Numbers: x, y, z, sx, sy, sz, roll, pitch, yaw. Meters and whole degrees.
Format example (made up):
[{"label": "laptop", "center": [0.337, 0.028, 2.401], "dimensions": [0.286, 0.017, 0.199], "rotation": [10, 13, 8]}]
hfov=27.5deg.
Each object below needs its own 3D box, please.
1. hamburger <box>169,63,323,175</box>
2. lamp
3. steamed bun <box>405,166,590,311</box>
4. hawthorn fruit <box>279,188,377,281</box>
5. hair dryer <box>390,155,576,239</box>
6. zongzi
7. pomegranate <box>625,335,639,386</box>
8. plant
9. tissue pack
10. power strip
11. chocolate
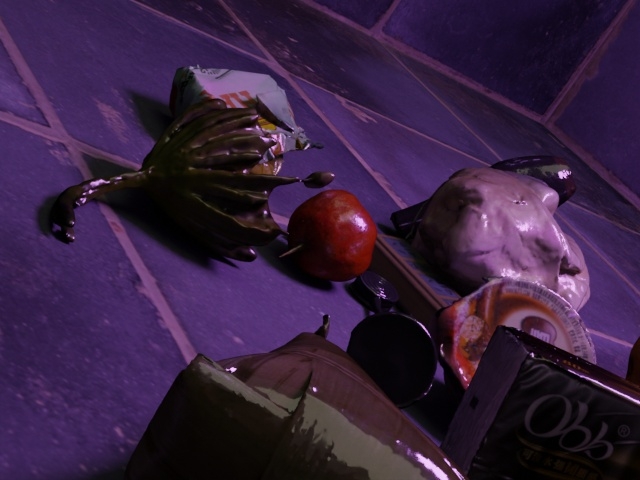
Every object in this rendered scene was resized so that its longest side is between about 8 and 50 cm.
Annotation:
[{"label": "hamburger", "center": [-0.111, -0.166, 1.965], "dimensions": [0.235, 0.125, 0.214], "rotation": [18, 29, -34]}, {"label": "lamp", "center": [0.098, 0.094, 1.658], "dimensions": [0.130, 0.108, 0.371], "rotation": [31, 17, 0]}, {"label": "steamed bun", "center": [0.293, 0.002, 2.001], "dimensions": [0.280, 0.207, 0.268], "rotation": [33, -5, -4]}, {"label": "hawthorn fruit", "center": [0.014, -0.006, 1.752], "dimensions": [0.125, 0.125, 0.140], "rotation": [40, 6, 19]}, {"label": "hair dryer", "center": [0.300, 0.003, 2.243], "dimensions": [0.359, 0.303, 0.120], "rotation": [62, 9, -52]}, {"label": "zongzi", "center": [0.085, 0.246, 1.129], "dimensions": [0.447, 0.181, 0.418], "rotation": [39, 17, 8]}, {"label": "pomegranate", "center": [0.584, 0.225, 2.069], "dimensions": [0.196, 0.196, 0.196], "rotation": [31, 17, -11]}, {"label": "plant", "center": [-0.188, -0.096, 1.573], "dimensions": [0.333, 0.180, 0.251], "rotation": [13, 16, -42]}, {"label": "tissue pack", "center": [0.317, 0.255, 1.409], "dimensions": [0.370, 0.198, 0.210], "rotation": [26, 6, -4]}, {"label": "power strip", "center": [0.181, 0.110, 1.848], "dimensions": [0.092, 0.066, 0.387], "rotation": [13, 27, -45]}, {"label": "chocolate", "center": [0.219, 0.162, 1.637], "dimensions": [0.221, 0.147, 0.221], "rotation": [9, 65, -20]}]
